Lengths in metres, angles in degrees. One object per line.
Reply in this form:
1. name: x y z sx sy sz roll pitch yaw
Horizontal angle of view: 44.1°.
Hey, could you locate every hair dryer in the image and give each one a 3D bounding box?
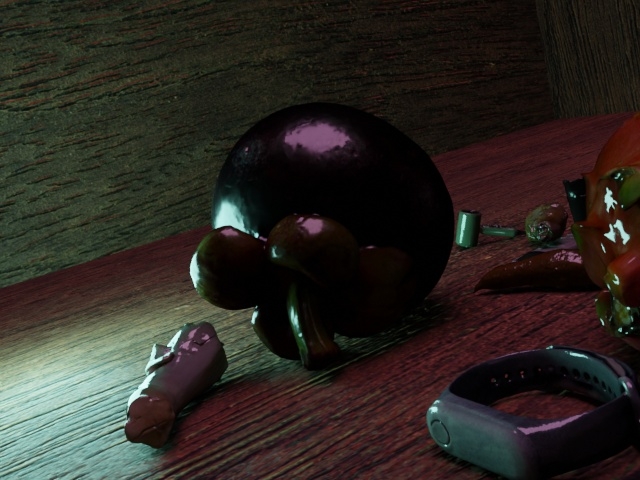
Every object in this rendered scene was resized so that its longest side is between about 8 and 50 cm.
1. hair dryer: 0.354 -0.021 1.610 0.150 0.071 0.047 5 16 1

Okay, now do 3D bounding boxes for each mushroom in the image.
1. mushroom: -0.194 0.192 1.068 0.096 0.099 0.278 -24 11 20

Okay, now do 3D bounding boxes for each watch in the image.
1. watch: 0.220 0.163 0.780 0.193 0.068 0.206 -20 11 -31

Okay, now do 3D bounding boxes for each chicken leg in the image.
1. chicken leg: 0.420 -0.029 1.466 0.085 0.069 0.198 -17 2 16

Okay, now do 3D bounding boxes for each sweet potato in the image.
1. sweet potato: 0.365 0.046 1.224 0.274 0.067 0.067 -12 9 33

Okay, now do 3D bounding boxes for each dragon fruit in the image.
1. dragon fruit: 0.428 0.008 0.861 0.306 0.305 0.225 -8 40 26

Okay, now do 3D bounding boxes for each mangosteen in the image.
1. mangosteen: 0.000 0.000 1.213 0.382 0.382 0.435 -3 47 41

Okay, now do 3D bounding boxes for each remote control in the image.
1. remote control: 0.444 0.005 1.415 0.261 0.029 0.067 -20 12 -34

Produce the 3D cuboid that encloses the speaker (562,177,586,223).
1. speaker: 0.530 -0.034 1.168 0.184 0.180 0.388 -20 10 0
